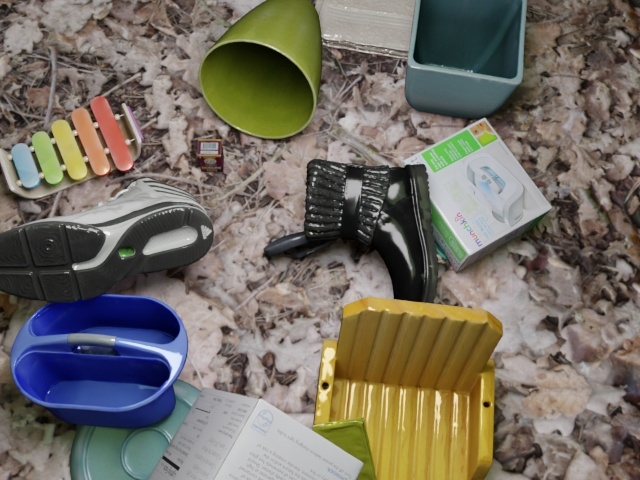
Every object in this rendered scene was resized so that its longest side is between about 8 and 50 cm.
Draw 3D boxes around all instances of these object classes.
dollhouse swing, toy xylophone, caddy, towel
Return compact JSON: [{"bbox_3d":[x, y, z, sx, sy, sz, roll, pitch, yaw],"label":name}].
[{"bbox_3d":[0.168,0.309,1.345,0.346,0.305,0.315,7,68,-1],"label":"dollhouse swing"},{"bbox_3d":[-0.546,-0.176,1.616,0.322,0.081,0.236,-31,74,-13],"label":"toy xylophone"},{"bbox_3d":[-0.420,0.228,1.386,0.341,0.179,0.241,2,55,5],"label":"caddy"},{"bbox_3d":[0.054,0.448,1.356,0.102,0.021,0.237,-10,108,4],"label":"towel"},{"bbox_3d":[0.121,-0.566,1.815,0.282,0.049,0.187,9,69,1],"label":"towel"}]

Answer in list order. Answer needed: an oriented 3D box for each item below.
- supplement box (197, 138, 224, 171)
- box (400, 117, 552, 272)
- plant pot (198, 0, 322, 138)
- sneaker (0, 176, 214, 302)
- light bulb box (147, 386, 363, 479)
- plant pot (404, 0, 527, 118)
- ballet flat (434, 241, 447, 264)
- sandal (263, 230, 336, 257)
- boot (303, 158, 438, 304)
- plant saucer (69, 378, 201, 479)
[{"bbox_3d":[-0.252,-0.195,1.635,0.054,0.083,0.043,-1,69,-3],"label":"supplement box"},{"bbox_3d":[0.337,-0.102,1.608,0.231,0.127,0.262,-27,74,-14],"label":"box"},{"bbox_3d":[-0.105,-0.438,1.665,0.274,0.275,0.294,16,53,3],"label":"plant pot"},{"bbox_3d":[-0.456,-0.011,1.487,0.447,0.257,0.169,-10,112,-12],"label":"sneaker"},{"bbox_3d":[-0.164,0.468,1.214,0.225,0.358,0.361,36,70,-15],"label":"light bulb box"},{"bbox_3d":[0.315,-0.415,1.657,0.247,0.252,0.248,9,68,0],"label":"plant pot"},{"bbox_3d":[0.192,-0.028,1.606,0.077,0.091,0.241,-39,68,16],"label":"ballet flat"},{"bbox_3d":[0.001,0.000,1.574,0.254,0.097,0.055,-15,97,-8],"label":"sandal"},{"bbox_3d":[0.095,0.000,1.472,0.260,0.131,0.348,-2,78,-9],"label":"boot"},{"bbox_3d":[-0.342,0.424,1.417,0.317,0.044,0.318,1,68,-2],"label":"plant saucer"}]
